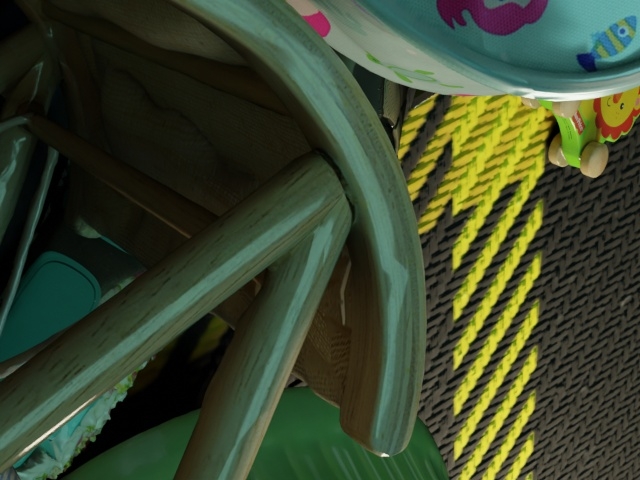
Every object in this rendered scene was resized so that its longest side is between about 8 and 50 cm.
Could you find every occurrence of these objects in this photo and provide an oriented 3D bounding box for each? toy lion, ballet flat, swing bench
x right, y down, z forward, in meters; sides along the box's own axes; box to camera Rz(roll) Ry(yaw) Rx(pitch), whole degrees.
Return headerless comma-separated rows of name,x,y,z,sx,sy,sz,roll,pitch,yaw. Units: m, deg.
toy lion,0.177,-0.097,0.856,0.096,0.034,0.100,-54,139,-15
ballet flat,-0.094,0.011,0.628,0.241,0.091,0.077,-52,169,-1
swing bench,-0.113,0.028,0.447,0.165,0.253,0.254,40,84,-34

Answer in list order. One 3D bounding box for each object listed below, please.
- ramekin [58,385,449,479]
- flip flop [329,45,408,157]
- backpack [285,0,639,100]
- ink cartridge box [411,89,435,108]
ramekin,-0.035,0.232,0.689,0.303,0.148,0.303,-21,140,-18
flip flop,0.000,0.000,0.689,0.277,0.080,0.112,89,6,-52
backpack,0.042,-0.164,0.340,0.225,0.191,0.253,-43,105,-4
ink cartridge box,0.155,-0.171,0.610,0.097,0.189,0.255,26,75,-14
